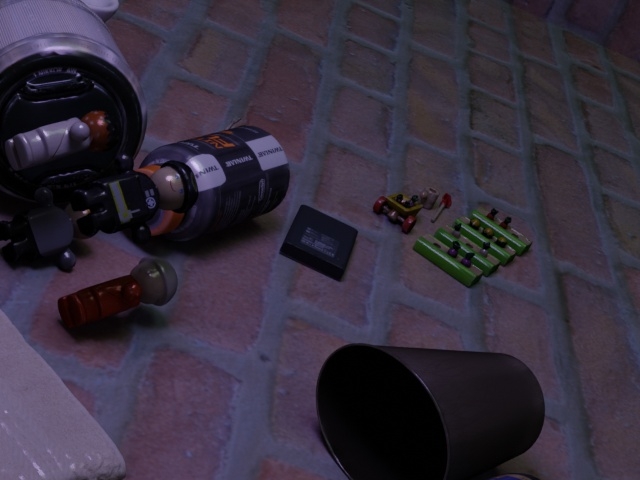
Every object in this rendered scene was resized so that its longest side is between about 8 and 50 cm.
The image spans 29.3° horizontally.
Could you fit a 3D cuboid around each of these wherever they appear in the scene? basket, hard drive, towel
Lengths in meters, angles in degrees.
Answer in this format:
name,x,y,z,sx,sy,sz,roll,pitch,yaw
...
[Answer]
name,x,y,z,sx,sy,sz,roll,pitch,yaw
basket,0.141,0.199,1.396,0.227,0.154,0.204,1,33,-45
hard drive,0.000,0.000,1.752,0.094,0.022,0.135,25,27,-1
towel,-0.336,0.155,1.169,0.187,0.049,0.282,-12,46,-48

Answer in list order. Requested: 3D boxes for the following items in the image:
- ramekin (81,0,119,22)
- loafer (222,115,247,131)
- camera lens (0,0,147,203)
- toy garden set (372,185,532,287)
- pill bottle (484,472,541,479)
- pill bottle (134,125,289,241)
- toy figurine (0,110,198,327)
name,x,y,z,sx,sy,sz,roll,pitch,yaw
ramekin,-0.454,-0.360,1.829,0.277,0.135,0.277,28,18,-10
loafer,-0.132,-0.159,1.897,0.039,0.045,0.125,32,24,-4
camera lens,-0.350,-0.190,1.553,0.219,0.219,0.274,11,24,-27
toy garden set,0.216,-0.031,1.962,0.204,0.049,0.244,36,29,18
pill bottle,0.144,0.310,1.224,0.219,0.122,0.123,-3,39,-45
pill bottle,-0.157,-0.073,1.629,0.130,0.130,0.246,36,29,19
toy figurine,-0.252,-0.030,1.386,0.148,0.213,0.209,-21,47,-40
